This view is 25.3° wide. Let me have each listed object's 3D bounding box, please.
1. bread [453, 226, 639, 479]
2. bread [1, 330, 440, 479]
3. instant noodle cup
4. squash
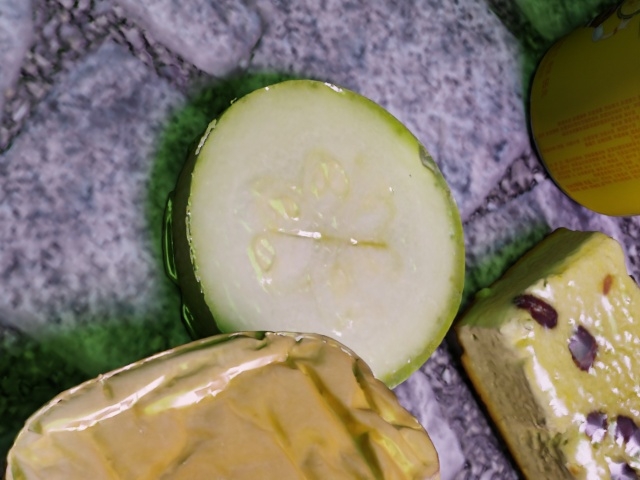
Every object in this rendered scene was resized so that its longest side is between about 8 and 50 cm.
[{"bbox_3d":[0.227,0.173,1.016,0.138,0.077,0.361,-32,97,-31],"label":"bread"},{"bbox_3d":[-0.058,0.160,0.804,0.250,0.133,0.179,-20,62,-30],"label":"bread"},{"bbox_3d":[0.276,-0.106,1.002,0.215,0.236,0.215,5,79,-28],"label":"instant noodle cup"},{"bbox_3d":[0.002,-0.001,0.941,0.219,0.041,0.219,6,79,-29],"label":"squash"}]
